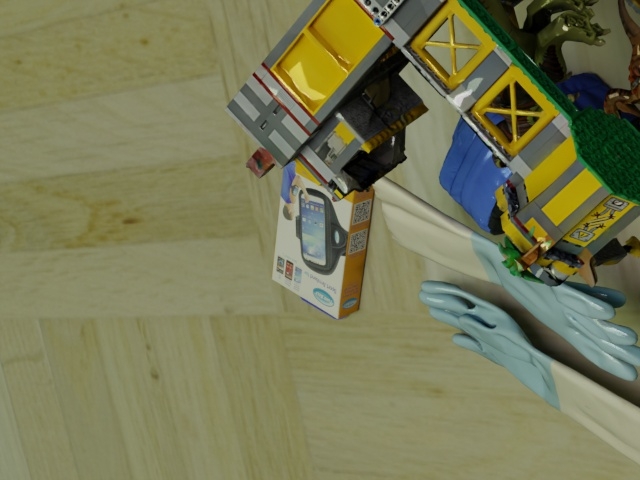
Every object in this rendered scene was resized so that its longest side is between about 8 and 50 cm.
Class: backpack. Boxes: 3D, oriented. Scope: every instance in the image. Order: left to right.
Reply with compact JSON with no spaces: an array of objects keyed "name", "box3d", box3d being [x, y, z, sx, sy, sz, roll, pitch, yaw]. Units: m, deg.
[{"name":"backpack","box3d":[0.135,-0.060,1.155,0.101,0.120,0.098,43,133,28]}]

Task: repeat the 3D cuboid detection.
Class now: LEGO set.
[{"name":"LEGO set","box3d":[0.105,-0.085,1.014,0.255,0.331,0.192,42,129,-2]}]

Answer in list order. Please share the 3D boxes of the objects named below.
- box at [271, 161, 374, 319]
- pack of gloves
[{"name":"box","box3d":[0.000,0.000,1.399,0.081,0.028,0.136,29,123,37]},{"name":"pack of gloves","box3d":[0.152,0.049,1.209,0.232,0.046,0.195,33,160,34]}]
